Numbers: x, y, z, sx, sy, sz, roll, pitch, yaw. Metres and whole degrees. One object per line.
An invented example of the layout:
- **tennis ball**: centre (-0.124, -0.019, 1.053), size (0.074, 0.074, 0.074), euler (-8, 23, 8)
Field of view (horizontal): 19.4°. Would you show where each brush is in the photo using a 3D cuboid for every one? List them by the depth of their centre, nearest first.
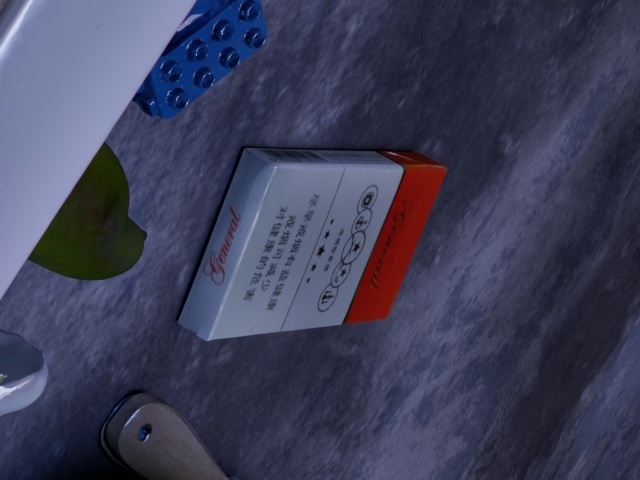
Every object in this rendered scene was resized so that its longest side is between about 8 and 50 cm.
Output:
- **brush**: centre (-0.080, 0.192, 1.397), size (0.070, 0.065, 0.327), euler (-49, 142, -9)

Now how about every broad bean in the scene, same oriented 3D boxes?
- **broad bean**: centre (-0.172, -0.042, 1.004), size (0.325, 0.067, 0.075), euler (35, 55, -61)

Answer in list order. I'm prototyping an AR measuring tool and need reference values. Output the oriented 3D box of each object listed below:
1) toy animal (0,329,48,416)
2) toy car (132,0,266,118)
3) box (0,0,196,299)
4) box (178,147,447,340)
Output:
- **toy animal**: centre (-0.257, 0.176, 0.934), size (0.249, 0.174, 0.289), euler (-11, 117, -68)
- **toy car**: centre (-0.078, -0.150, 1.011), size (0.097, 0.100, 0.191), euler (-42, 143, -25)
- **box**: centre (-0.258, -0.100, 0.523), size (0.312, 0.314, 0.300), euler (-57, 150, -6)
- **box**: centre (0.000, 0.000, 1.358), size (0.245, 0.035, 0.139), euler (-6, 120, -58)
